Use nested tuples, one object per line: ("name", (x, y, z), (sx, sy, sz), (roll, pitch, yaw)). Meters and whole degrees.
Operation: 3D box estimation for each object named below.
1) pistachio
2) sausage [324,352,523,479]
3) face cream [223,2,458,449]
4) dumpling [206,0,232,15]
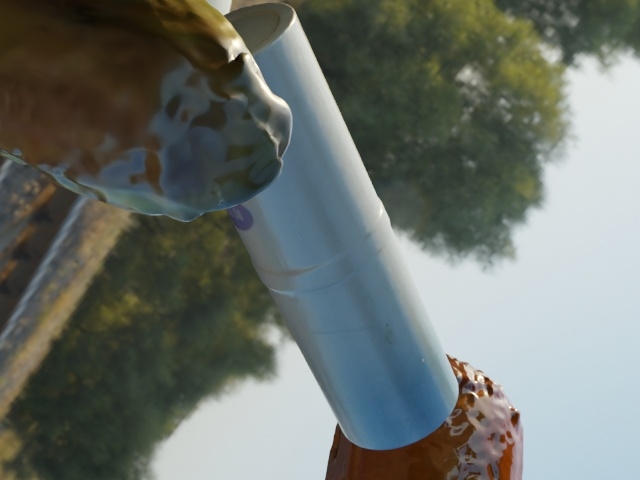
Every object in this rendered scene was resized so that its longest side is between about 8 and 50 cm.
("pistachio", (-0.090, -0.069, 0.442), (0.049, 0.173, 0.089), (92, 20, -73))
("sausage", (0.076, 0.218, 0.924), (0.153, 0.141, 0.268), (123, -25, -67))
("face cream", (0.000, 0.000, 0.652), (0.077, 0.250, 0.077), (-20, -151, 12))
("dumpling", (-0.170, -0.186, 1.024), (0.243, 0.175, 0.227), (-58, 180, -34))
